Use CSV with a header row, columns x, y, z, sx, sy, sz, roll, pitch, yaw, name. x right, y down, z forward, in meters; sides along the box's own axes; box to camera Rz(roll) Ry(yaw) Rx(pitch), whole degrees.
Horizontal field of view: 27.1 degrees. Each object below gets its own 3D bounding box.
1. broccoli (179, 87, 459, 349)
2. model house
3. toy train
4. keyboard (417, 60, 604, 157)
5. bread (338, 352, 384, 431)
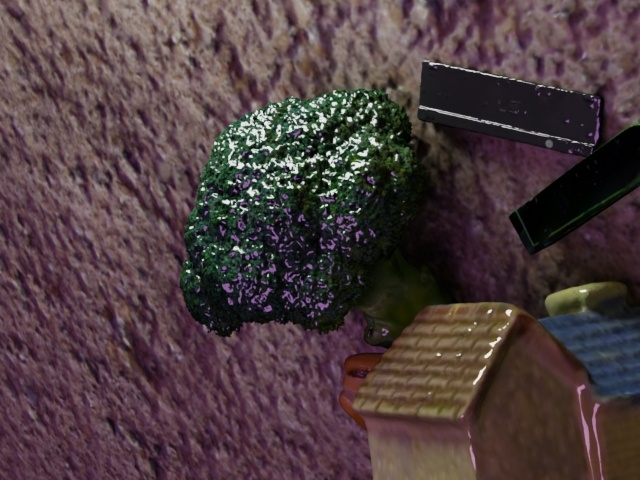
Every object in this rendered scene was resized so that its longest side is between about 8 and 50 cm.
x,y,z,sx,sy,sz,roll,pitch,yaw,name
0.000,0.000,1.300,0.298,0.297,0.297,-11,129,45,broccoli
0.184,0.180,1.183,0.261,0.321,0.266,-10,87,61,model house
0.240,-0.049,1.151,0.044,0.042,0.209,61,148,9,toy train
0.172,-0.121,1.223,0.196,0.018,0.060,18,114,36,keyboard
0.104,0.176,1.325,0.116,0.077,0.200,7,156,37,bread
